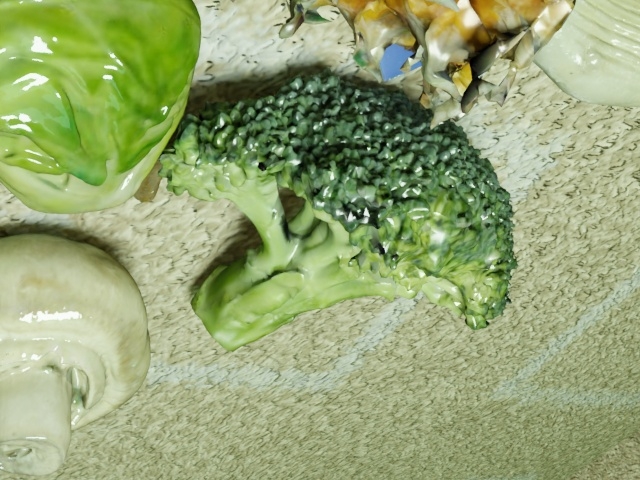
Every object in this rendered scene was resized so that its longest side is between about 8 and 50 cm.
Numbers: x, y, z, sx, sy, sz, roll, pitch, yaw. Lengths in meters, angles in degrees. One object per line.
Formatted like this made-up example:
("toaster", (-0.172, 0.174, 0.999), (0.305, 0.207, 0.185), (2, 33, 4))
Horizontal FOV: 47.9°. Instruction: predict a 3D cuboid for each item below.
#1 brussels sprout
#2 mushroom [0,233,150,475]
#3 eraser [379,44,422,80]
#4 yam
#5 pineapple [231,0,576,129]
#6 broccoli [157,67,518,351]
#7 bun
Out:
("brussels sprout", (-0.189, -0.132, 0.557), (0.223, 0.161, 0.223), (-35, 157, -17))
("mushroom", (-0.293, 0.128, 0.754), (0.260, 0.234, 0.254), (19, 124, -40))
("eraser", (0.078, -0.203, 0.696), (0.063, 0.027, 0.085), (-23, 142, 0))
("yam", (-0.159, -0.097, 0.709), (0.032, 0.032, 0.145), (2, 136, -28))
("pineapple", (0.046, -0.257, 0.340), (0.300, 0.352, 0.352), (30, 130, 0))
("broccoli", (0.033, 0.013, 0.786), (0.353, 0.275, 0.397), (21, 135, 9))
("bun", (0.285, -0.236, 0.666), (0.231, 0.133, 0.231), (-3, 117, -6))
